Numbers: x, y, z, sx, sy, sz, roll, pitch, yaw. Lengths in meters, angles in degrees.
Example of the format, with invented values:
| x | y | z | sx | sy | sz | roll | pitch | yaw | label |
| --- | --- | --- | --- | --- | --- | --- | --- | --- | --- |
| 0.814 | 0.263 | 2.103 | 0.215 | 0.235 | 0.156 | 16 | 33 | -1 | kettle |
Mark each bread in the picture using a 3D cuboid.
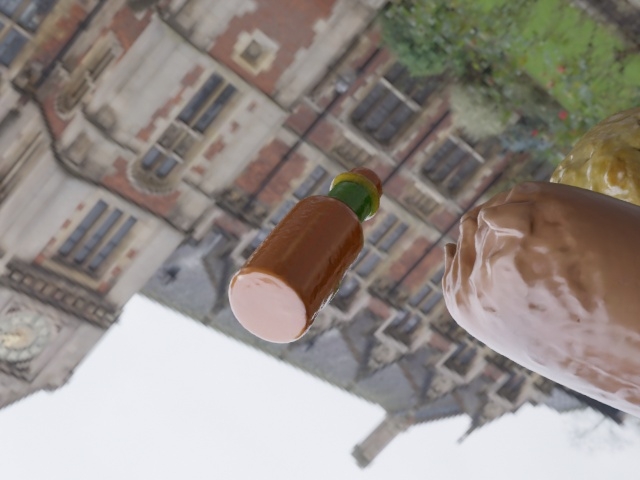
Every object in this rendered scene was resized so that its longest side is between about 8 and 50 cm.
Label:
| x | y | z | sx | sy | sz | roll | pitch | yaw | label |
| --- | --- | --- | --- | --- | --- | --- | --- | --- | --- |
| 0.339 | -0.027 | 0.955 | 0.244 | 0.244 | 0.134 | 42 | 163 | 1 | bread |

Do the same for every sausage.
| x | y | z | sx | sy | sz | roll | pitch | yaw | label |
| --- | --- | --- | --- | --- | --- | --- | --- | --- | --- |
| 0.190 | 0.053 | 0.438 | 0.289 | 0.086 | 0.086 | 23 | -166 | -1 | sausage |

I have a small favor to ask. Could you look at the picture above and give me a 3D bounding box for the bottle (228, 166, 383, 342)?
| x | y | z | sx | sy | sz | roll | pitch | yaw | label |
| --- | --- | --- | --- | --- | --- | --- | --- | --- | --- |
| 0.000 | 0.000 | 0.799 | 0.069 | 0.069 | 0.187 | 41 | -137 | -3 | bottle |
